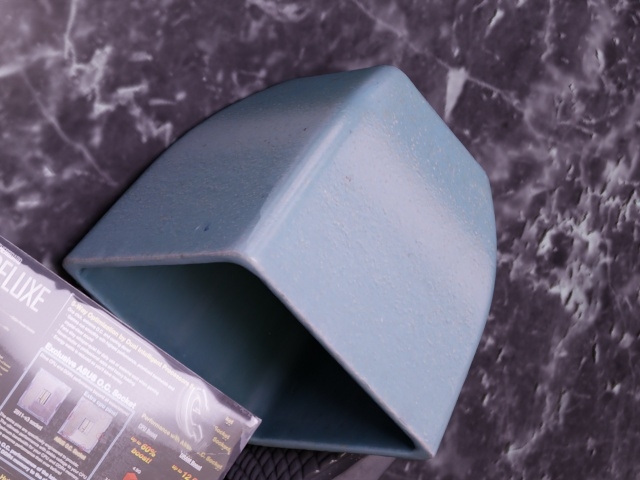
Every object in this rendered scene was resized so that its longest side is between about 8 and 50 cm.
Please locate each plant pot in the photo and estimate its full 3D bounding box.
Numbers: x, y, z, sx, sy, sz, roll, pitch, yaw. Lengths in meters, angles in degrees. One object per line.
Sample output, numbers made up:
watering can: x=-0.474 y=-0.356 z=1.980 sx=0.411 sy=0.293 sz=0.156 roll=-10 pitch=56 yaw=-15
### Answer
plant pot: x=0.000 y=0.000 z=1.446 sx=0.247 sy=0.247 sz=0.252 roll=48 pitch=60 yaw=-28

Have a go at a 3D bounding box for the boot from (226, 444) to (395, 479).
boot: x=0.002 y=0.276 z=1.587 sx=0.338 sy=0.118 sz=0.223 roll=-39 pitch=120 yaw=-5

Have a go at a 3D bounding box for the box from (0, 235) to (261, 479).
box: x=-0.238 y=0.151 z=1.374 sx=0.307 sy=0.076 sz=0.242 roll=36 pitch=79 yaw=-12
